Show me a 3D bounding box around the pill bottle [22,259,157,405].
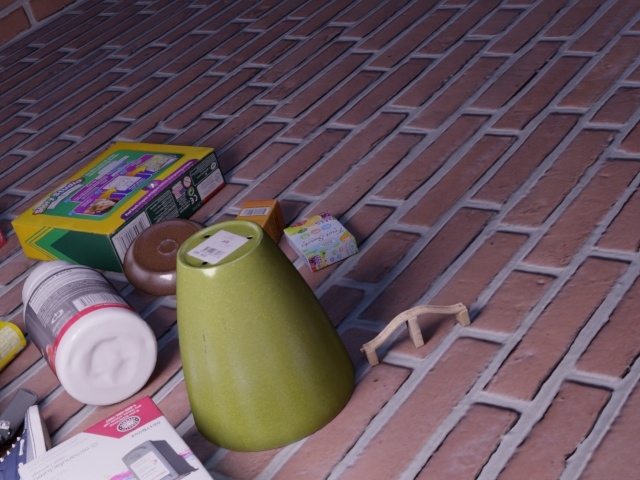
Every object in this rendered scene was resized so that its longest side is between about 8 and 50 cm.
[{"bbox_3d":[-0.425,0.148,1.921,0.176,0.176,0.318,-28,32,-18],"label":"pill bottle"}]

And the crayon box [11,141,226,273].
[{"bbox_3d":[-0.443,-0.083,2.387,0.313,0.106,0.363,6,37,36],"label":"crayon box"}]

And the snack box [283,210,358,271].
[{"bbox_3d":[0.000,0.000,2.087,0.100,0.037,0.141,-24,31,-11],"label":"snack box"}]

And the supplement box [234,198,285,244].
[{"bbox_3d":[-0.139,0.011,2.103,0.080,0.078,0.233,-1,34,20],"label":"supplement box"}]

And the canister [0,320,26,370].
[{"bbox_3d":[-0.648,0.224,2.014,0.126,0.073,0.170,2,34,30],"label":"canister"}]

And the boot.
[{"bbox_3d":[-0.480,0.340,1.736,0.086,0.069,0.190,-19,32,-9],"label":"boot"}]

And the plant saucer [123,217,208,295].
[{"bbox_3d":[-0.300,0.022,2.147,0.198,0.036,0.199,-5,49,5],"label":"plant saucer"}]

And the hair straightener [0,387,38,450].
[{"bbox_3d":[-0.540,0.324,1.774,0.047,0.089,0.230,29,43,7],"label":"hair straightener"}]

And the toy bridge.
[{"bbox_3d":[0.150,0.142,1.749,0.188,0.063,0.026,-22,30,-9],"label":"toy bridge"}]

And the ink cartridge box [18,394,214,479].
[{"bbox_3d":[-0.262,0.379,1.502,0.226,0.131,0.306,-28,30,-19],"label":"ink cartridge box"}]

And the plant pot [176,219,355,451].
[{"bbox_3d":[-0.112,0.126,1.680,0.274,0.294,0.275,-13,31,8],"label":"plant pot"}]

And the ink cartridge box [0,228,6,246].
[{"bbox_3d":[-0.803,0.001,2.408,0.072,0.127,0.175,4,37,28],"label":"ink cartridge box"}]
